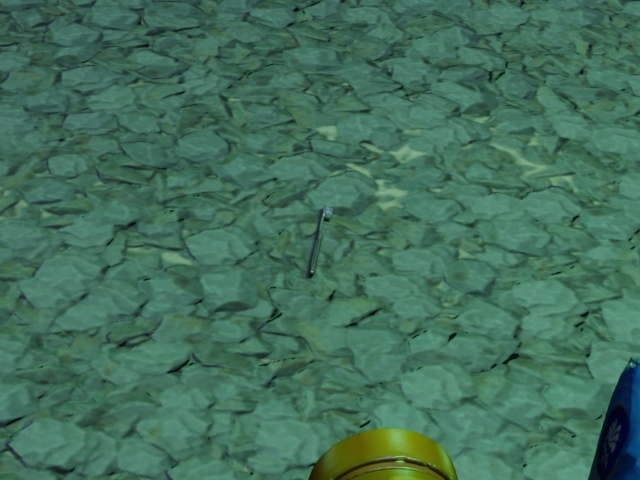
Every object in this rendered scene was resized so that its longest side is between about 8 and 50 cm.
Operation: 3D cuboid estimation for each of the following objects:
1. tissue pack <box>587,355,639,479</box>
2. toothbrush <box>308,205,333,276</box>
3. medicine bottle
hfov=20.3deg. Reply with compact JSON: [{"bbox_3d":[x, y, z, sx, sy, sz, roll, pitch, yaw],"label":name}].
[{"bbox_3d":[0.197,0.222,0.897,0.146,0.198,0.263,10,34,4],"label":"tissue pack"},{"bbox_3d":[0.000,0.000,1.381,0.008,0.006,0.097,11,34,2],"label":"toothbrush"},{"bbox_3d":[0.045,0.201,1.001,0.096,0.096,0.192,0,33,-7],"label":"medicine bottle"}]
